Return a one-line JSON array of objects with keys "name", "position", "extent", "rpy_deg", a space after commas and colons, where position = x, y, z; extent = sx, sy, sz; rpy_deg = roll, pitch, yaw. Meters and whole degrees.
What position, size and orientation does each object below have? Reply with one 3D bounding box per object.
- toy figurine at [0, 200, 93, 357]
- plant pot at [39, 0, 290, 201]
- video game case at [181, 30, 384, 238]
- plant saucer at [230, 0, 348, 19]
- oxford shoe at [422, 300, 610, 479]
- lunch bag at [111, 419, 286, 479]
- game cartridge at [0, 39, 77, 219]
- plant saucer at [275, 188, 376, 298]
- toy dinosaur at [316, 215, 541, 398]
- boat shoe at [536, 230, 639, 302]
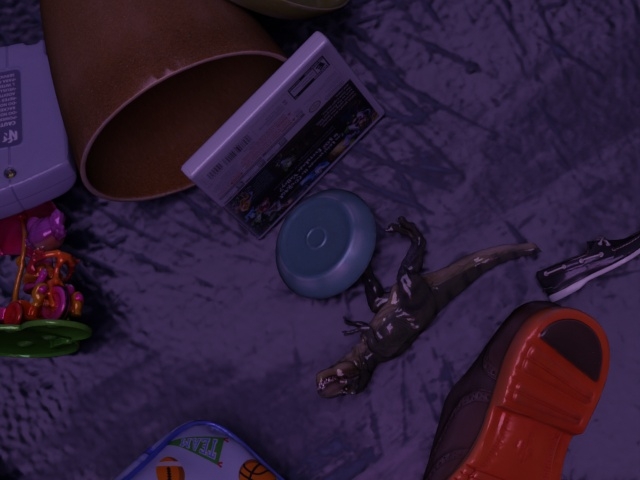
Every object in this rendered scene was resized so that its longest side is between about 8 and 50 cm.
[{"name": "toy figurine", "position": [-0.294, 0.026, 1.722], "extent": [0.173, 0.130, 0.159], "rpy_deg": [-17, 66, 47]}, {"name": "plant pot", "position": [-0.181, -0.210, 1.699], "extent": [0.237, 0.237, 0.254], "rpy_deg": [-29, 69, 2]}, {"name": "video game case", "position": [-0.034, -0.102, 1.690], "extent": [0.190, 0.173, 0.022], "rpy_deg": [-45, 60, 0]}, {"name": "plant saucer", "position": [-0.082, -0.290, 1.692], "extent": [0.241, 0.241, 0.037], "rpy_deg": [36, 116, 7]}, {"name": "oxford shoe", "position": [0.164, 0.229, 1.668], "extent": [0.130, 0.133, 0.363], "rpy_deg": [30, 88, -19]}, {"name": "lunch bag", "position": [-0.105, 0.334, 1.633], "extent": [0.303, 0.115, 0.243], "rpy_deg": [41, 50, 9]}, {"name": "game cartridge", "position": [-0.397, -0.098, 1.741], "extent": [0.294, 0.060, 0.196], "rpy_deg": [-10, 54, 4]}, {"name": "plant saucer", "position": [0.000, 0.000, 1.723], "extent": [0.119, 0.021, 0.119], "rpy_deg": [-11, 66, 28]}, {"name": "toy dinosaur", "position": [0.083, 0.048, 1.723], "extent": [0.268, 0.064, 0.118], "rpy_deg": [-38, 86, -3]}, {"name": "boat shoe", "position": [0.279, 0.018, 1.713], "extent": [0.125, 0.046, 0.038], "rpy_deg": [-31, 88, 10]}]
